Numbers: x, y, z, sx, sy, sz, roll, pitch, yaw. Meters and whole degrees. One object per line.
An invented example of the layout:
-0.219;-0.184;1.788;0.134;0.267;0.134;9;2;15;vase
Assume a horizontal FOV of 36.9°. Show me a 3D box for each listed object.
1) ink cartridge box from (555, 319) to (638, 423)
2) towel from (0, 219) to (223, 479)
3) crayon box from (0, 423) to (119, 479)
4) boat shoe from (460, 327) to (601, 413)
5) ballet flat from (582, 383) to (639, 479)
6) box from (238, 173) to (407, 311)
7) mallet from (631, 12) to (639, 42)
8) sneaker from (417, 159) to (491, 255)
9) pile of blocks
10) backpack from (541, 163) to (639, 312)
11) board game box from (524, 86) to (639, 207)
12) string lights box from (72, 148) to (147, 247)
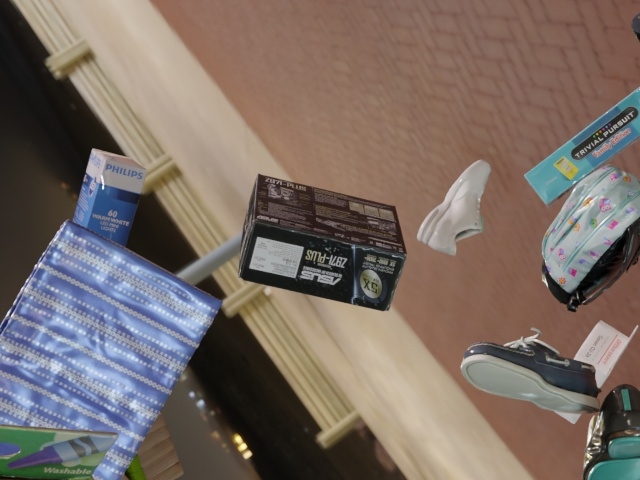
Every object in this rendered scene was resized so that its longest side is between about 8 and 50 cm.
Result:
0.490;0.227;1.733;0.067;0.115;0.198;33;137;16;ink cartridge box
-0.310;0.170;1.242;0.243;0.336;0.040;31;177;-20;towel
-0.280;0.237;0.632;0.323;0.203;0.083;-55;37;36;crayon box
0.292;0.174;1.308;0.254;0.079;0.095;20;153;-28;boat shoe
0.430;0.282;1.372;0.280;0.095;0.096;80;-172;-59;ballet flat
0.000;0.000;1.129;0.147;0.180;0.077;-95;20;-65;box
0.579;-0.340;1.488;0.190;0.039;0.062;-2;173;32;mallet
0.273;-0.056;1.784;0.094;0.212;0.080;33;157;16;sneaker
-0.338;0.404;1.405;0.149;0.113;0.362;58;-148;-22;pile of blocks
0.372;-0.010;1.271;0.115;0.152;0.182;41;147;18;backpack
0.583;-0.203;1.983;0.079;0.336;0.254;54;-169;8;board game box
-0.377;-0.016;1.624;0.077;0.259;0.133;15;-173;-25;string lights box
